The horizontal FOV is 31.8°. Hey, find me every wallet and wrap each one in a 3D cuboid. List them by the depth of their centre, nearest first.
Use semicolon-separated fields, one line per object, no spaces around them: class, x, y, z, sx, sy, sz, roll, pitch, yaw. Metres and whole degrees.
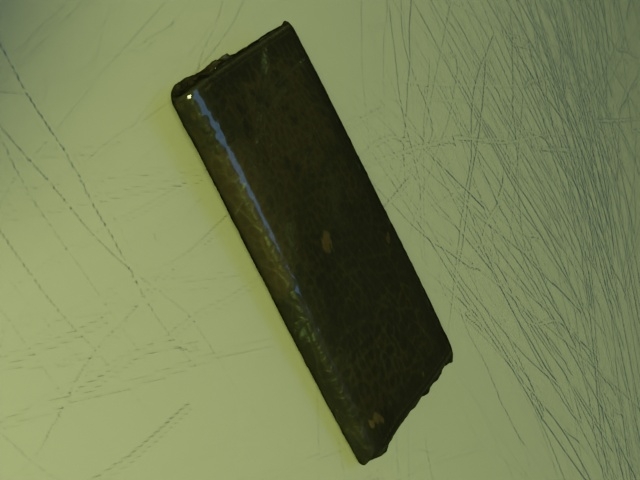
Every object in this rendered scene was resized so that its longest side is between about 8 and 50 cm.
wallet;0.000;0.000;0.870;0.321;0.044;0.170;64;35;-15
